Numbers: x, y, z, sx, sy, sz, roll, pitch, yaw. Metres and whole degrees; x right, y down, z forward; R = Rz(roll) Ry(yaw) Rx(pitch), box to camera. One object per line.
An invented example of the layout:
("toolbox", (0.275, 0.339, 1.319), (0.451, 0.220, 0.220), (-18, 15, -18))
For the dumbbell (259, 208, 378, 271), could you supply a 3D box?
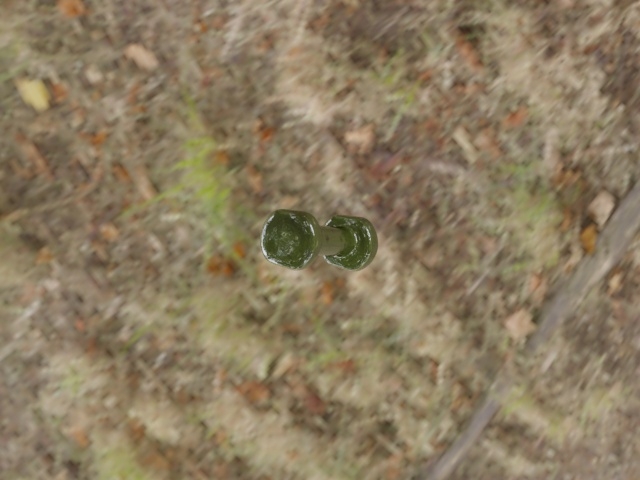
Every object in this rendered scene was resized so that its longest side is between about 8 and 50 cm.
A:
("dumbbell", (0.000, 0.000, 1.394), (0.052, 0.118, 0.046), (13, 94, 28))
